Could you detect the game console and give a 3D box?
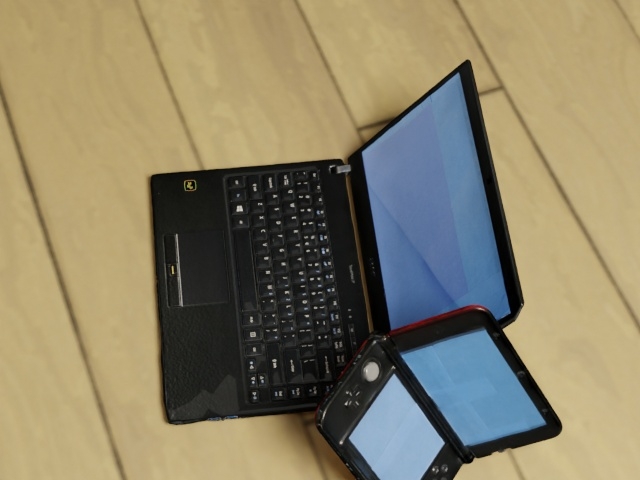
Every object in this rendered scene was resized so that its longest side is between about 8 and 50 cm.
[{"bbox_3d":[0.086,0.132,0.986,0.085,0.144,0.124,5,49,48],"label":"game console"}]

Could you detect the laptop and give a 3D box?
[{"bbox_3d":[0.000,0.000,1.080,0.264,0.137,0.234,-5,58,-5],"label":"laptop"}]
